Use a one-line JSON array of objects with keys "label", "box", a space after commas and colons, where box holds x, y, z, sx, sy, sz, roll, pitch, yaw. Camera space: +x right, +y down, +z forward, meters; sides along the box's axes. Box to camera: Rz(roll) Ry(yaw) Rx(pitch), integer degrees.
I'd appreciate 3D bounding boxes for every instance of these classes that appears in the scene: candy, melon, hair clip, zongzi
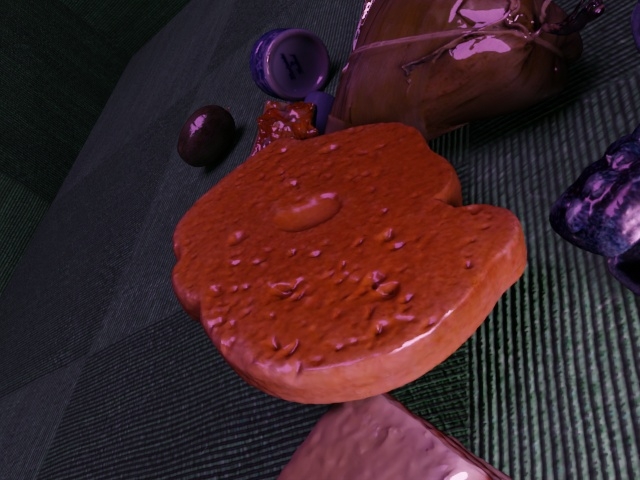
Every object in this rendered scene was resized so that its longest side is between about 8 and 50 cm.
[{"label": "candy", "box": [0.016, 0.293, 0.584, 0.320, 0.135, 0.179, -54, 31, -3]}, {"label": "melon", "box": [-0.265, -0.249, 1.589, 0.167, 0.114, 0.114, -50, 29, 8]}, {"label": "hair clip", "box": [0.331, -0.097, 0.541, 0.310, 0.194, 0.206, -64, 22, -13]}, {"label": "zongzi", "box": [0.158, -0.166, 0.888, 0.447, 0.181, 0.418, 41, 109, 55]}]

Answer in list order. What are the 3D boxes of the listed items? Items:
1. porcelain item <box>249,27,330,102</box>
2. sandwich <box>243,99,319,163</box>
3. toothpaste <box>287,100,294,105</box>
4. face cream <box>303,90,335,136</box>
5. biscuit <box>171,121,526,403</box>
[{"label": "porcelain item", "box": [-0.065, -0.363, 1.403, 0.147, 0.147, 0.114, -53, 28, -3]}, {"label": "sandwich", "box": [-0.059, -0.153, 1.044, 0.160, 0.109, 0.185, 123, 158, -74]}, {"label": "toothpaste", "box": [-0.121, -0.129, 1.314, 0.299, 0.073, 0.114, -53, 28, 13]}, {"label": "face cream", "box": [-0.054, -0.078, 1.145, 0.135, 0.086, 0.385, -10, 55, 54]}, {"label": "biscuit", "box": [0.000, 0.001, 0.767, 0.350, 0.078, 0.455, -23, 36, -5]}]
